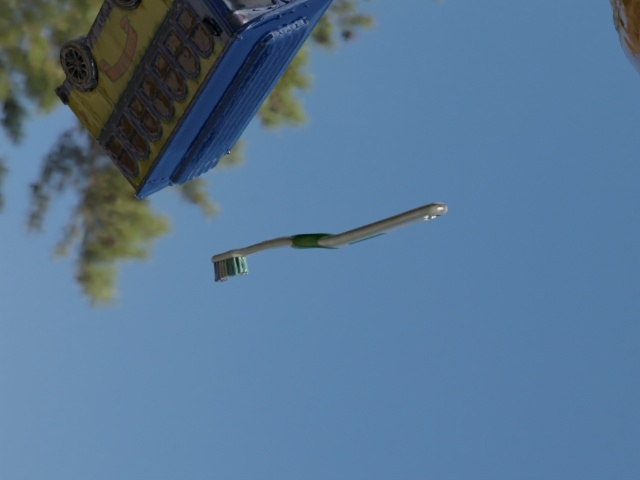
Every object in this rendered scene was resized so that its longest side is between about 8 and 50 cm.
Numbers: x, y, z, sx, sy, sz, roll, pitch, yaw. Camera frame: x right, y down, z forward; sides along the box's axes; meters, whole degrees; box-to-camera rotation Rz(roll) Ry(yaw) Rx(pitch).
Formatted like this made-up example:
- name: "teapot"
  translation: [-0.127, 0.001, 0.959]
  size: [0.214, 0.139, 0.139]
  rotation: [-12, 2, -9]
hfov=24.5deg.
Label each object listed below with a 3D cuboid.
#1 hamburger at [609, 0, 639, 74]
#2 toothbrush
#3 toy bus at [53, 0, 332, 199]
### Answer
- name: "hamburger"
  translation: [0.296, -0.207, 1.119]
  size: [0.283, 0.157, 0.144]
  rotation: [96, -26, -53]
- name: "toothbrush"
  translation: [0.000, -0.002, 1.403]
  size: [0.304, 0.030, 0.030]
  rotation: [-16, -116, 42]
- name: "toy bus"
  translation: [-0.127, -0.189, 1.411]
  size: [0.175, 0.138, 0.287]
  rotation: [52, -40, 9]
